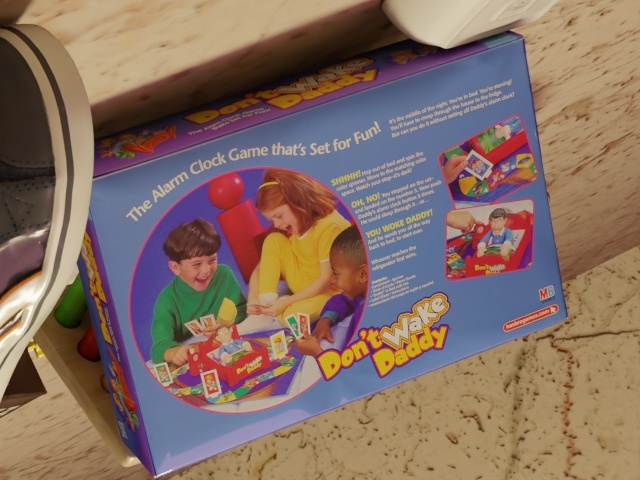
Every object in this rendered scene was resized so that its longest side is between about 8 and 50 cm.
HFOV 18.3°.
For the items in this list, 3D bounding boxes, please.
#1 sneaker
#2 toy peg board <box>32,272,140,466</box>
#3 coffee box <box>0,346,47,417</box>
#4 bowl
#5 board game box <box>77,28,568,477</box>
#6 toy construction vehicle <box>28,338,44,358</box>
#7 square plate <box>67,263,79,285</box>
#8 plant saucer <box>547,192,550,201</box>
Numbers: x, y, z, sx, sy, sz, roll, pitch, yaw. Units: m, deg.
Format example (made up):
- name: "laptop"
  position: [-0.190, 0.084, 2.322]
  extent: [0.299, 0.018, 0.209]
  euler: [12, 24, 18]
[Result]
- name: "sneaker"
  position: [-0.231, 0.023, 1.139]
  extent: [0.127, 0.126, 0.321]
  euler: [-12, 136, -43]
- name: "toy peg board"
  position: [-0.122, 0.072, 1.544]
  extent: [0.161, 0.160, 0.079]
  euler: [-16, 150, -45]
- name: "coffee box"
  position: [-0.387, 0.136, 1.543]
  extent: [0.297, 0.119, 0.168]
  euler: [-28, 170, 14]
- name: "bowl"
  position: [0.127, -0.186, 1.395]
  extent: [0.142, 0.053, 0.142]
  euler: [-19, 167, -30]
- name: "board game box"
  position: [0.000, 0.000, 1.449]
  extent: [0.347, 0.233, 0.078]
  euler: [-19, -157, -19]
- name: "toy construction vehicle"
  position: [-0.212, 0.078, 1.653]
  extent: [0.086, 0.035, 0.098]
  euler: [-22, 170, -21]
- name: "square plate"
  position: [-0.094, -0.031, 1.636]
  extent: [0.347, 0.049, 0.344]
  euler: [-25, 169, -8]
- name: "plant saucer"
  position: [0.028, 0.009, 1.958]
  extent: [0.400, 0.100, 0.400]
  euler: [-26, 173, -3]
